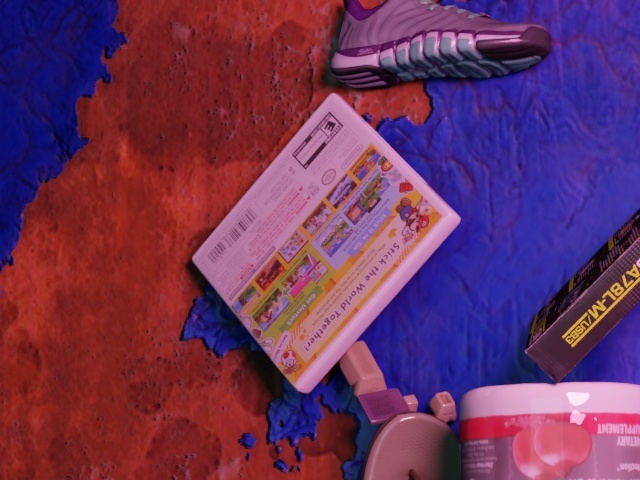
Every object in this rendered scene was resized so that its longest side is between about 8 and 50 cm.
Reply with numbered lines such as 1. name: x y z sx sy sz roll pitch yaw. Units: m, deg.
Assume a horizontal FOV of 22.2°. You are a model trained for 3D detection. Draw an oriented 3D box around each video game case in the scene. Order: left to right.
1. video game case: 0.000 0.000 1.587 0.227 0.026 0.206 -49 53 10

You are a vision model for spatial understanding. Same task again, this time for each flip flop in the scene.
1. flip flop: 0.089 0.290 1.449 0.112 0.080 0.277 11 75 -13

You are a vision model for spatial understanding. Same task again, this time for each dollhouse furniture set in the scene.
1. dollhouse furniture set: 0.063 0.154 1.559 0.114 0.091 0.081 -120 29 -44

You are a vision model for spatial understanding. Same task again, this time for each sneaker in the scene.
1. sneaker: 0.112 -0.208 1.562 0.223 0.083 0.098 -3 75 26

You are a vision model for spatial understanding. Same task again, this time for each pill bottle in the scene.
1. pill bottle: 0.207 0.283 1.373 0.176 0.176 0.318 -5 79 25

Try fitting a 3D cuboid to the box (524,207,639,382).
1. box: 0.253 0.029 1.389 0.045 0.190 0.184 42 100 3
